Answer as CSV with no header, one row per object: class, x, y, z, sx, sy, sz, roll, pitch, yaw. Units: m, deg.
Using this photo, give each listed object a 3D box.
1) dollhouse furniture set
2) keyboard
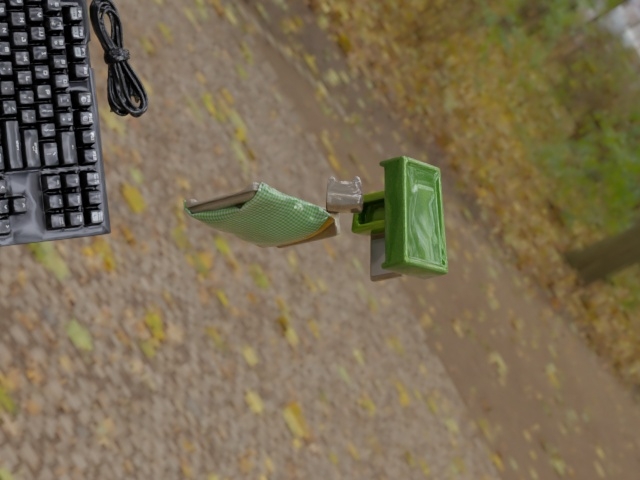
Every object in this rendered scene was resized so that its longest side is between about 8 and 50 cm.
dollhouse furniture set,0.000,0.000,0.737,0.076,0.152,0.058,16,69,-47
keyboard,-0.132,-0.090,0.663,0.108,0.023,0.180,-8,94,-43
